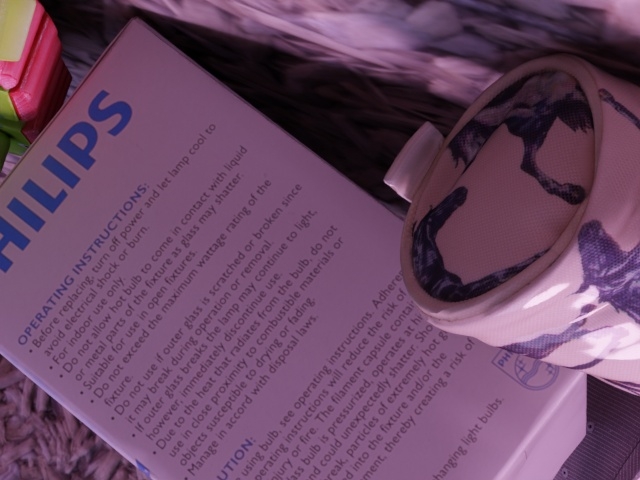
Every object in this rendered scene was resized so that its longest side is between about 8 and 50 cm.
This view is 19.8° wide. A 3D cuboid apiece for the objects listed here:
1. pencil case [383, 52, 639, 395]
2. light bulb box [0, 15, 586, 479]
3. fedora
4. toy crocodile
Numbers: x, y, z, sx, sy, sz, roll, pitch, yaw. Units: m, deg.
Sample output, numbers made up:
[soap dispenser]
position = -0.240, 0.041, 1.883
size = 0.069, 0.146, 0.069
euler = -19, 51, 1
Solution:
[pencil case]
position = 0.239, 0.038, 1.030
size = 0.410, 0.160, 0.183
euler = 24, 172, -25
[light bulb box]
position = -0.023, 0.085, 1.253
size = 0.361, 0.225, 0.358
euler = 37, 174, 15
[fedora]
position = 0.271, 0.154, 1.473
size = 0.243, 0.275, 0.124
euler = -17, -130, -42
[toy crocodile]
position = -0.206, -0.113, 1.146
size = 0.105, 0.115, 0.340
euler = 17, 169, 3
